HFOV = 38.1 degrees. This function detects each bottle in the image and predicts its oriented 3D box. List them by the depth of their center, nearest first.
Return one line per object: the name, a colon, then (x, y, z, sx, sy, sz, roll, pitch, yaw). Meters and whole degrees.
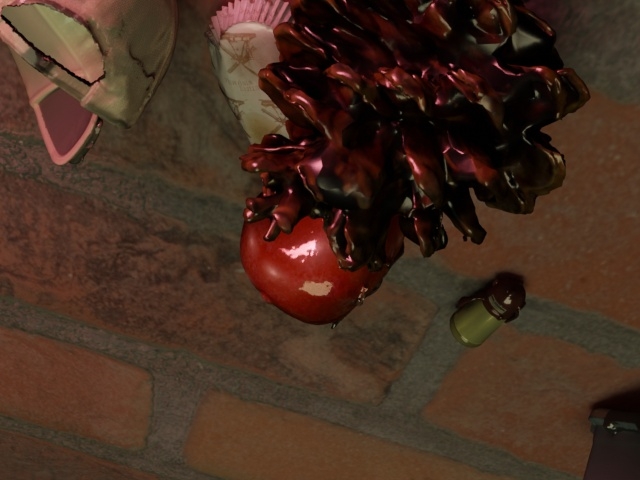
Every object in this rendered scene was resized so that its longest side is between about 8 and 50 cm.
bottle: (0.188, 0.075, 1.019, 0.063, 0.047, 0.101, -6, 150, -36)

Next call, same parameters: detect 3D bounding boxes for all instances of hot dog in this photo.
hot dog: (-0.041, -0.135, 0.830, 0.099, 0.053, 0.192, 0, 142, 19)

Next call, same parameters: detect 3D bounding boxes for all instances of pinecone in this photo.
pinecone: (0.064, -0.091, 0.705, 0.243, 0.243, 0.257, 30, 98, -18)

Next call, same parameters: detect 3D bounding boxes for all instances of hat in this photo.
hat: (-0.227, -0.188, 0.759, 0.275, 0.161, 0.232, 1, 134, 53)

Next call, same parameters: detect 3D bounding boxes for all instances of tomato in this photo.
tomato: (0.000, 0.000, 0.907, 0.167, 0.167, 0.167, 9, 141, 7)

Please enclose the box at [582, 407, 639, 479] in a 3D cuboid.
box: (0.435, 0.292, 1.118, 0.227, 0.130, 0.162, 33, 162, -20)
